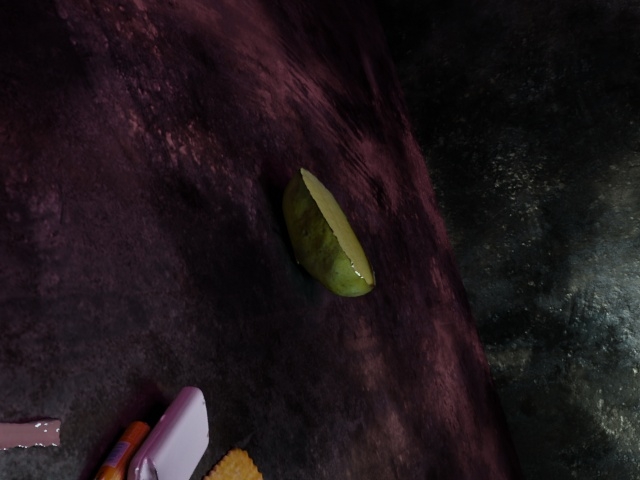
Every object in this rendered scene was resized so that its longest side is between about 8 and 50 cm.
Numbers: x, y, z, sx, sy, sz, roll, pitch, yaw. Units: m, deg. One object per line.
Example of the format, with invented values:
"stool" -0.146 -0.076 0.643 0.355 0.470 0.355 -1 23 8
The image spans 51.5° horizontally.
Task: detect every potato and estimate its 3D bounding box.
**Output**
"potato" 0.000 0.000 1.298 0.272 0.111 0.160 60 14 11

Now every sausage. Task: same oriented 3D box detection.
"sausage" -0.219 0.243 0.720 0.031 0.031 0.107 61 26 -20

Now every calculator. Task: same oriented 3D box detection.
"calculator" -0.173 0.249 0.776 0.175 0.032 0.100 -60 152 -61

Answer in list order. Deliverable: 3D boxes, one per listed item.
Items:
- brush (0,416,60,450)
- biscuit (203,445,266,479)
"brush" -0.321 0.159 0.540 0.301 0.071 0.084 35 57 -67
"biscuit" -0.091 0.403 0.834 0.232 0.013 0.237 56 23 1
